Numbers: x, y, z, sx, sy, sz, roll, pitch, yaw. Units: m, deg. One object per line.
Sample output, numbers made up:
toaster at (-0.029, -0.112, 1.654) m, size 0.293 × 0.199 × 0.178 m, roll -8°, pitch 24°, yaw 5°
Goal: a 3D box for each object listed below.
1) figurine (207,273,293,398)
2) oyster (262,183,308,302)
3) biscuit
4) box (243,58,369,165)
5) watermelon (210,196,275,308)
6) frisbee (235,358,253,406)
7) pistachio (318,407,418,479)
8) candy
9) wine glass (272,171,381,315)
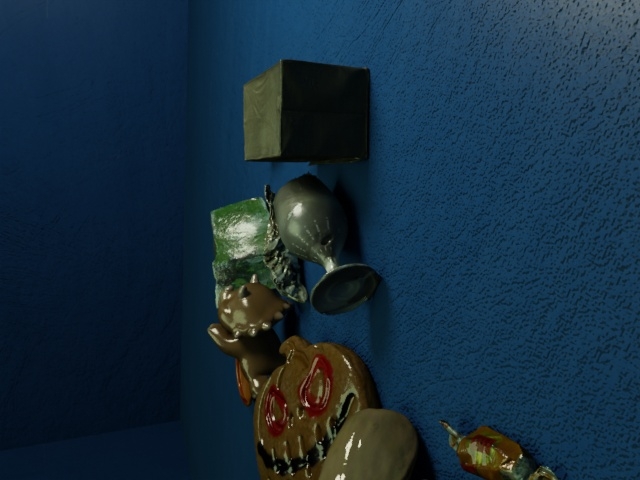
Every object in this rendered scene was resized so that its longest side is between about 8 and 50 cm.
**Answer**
figurine at (-0.130, 0.202, 1.223) m, size 0.173 × 0.177 × 0.247 m, roll -40°, pitch 72°, yaw 19°
oyster at (-0.095, -0.002, 1.198) m, size 0.252 × 0.087 × 0.199 m, roll -116°, pitch 21°, yaw -58°
biscuit at (-0.029, 0.322, 0.988) m, size 0.367 × 0.063 × 0.314 m, roll -43°, pitch 49°, yaw 42°
box at (-0.034, -0.209, 0.936) m, size 0.231 × 0.149 × 0.155 m, roll -162°, pitch 71°, yaw -67°
watermelon at (-0.224, 0.054, 1.437) m, size 0.302 × 0.151 × 0.264 m, roll 135°, pitch 128°, yaw -61°
frisbee at (-0.220, 0.400, 1.626) m, size 0.192 × 0.035 × 0.192 m, roll 178°, pitch 90°, yaw -69°
pistachio at (0.064, 0.331, 0.743) m, size 0.131 × 0.129 × 0.206 m, roll -23°, pitch 28°, yaw 46°
candy at (0.186, 0.237, 0.590) m, size 0.182 × 0.046 × 0.053 m, roll -179°, pitch 84°, yaw -66°
wine glass at (0.000, 0.000, 0.918) m, size 0.241 × 0.126 × 0.126 m, roll -117°, pitch 32°, yaw -41°
